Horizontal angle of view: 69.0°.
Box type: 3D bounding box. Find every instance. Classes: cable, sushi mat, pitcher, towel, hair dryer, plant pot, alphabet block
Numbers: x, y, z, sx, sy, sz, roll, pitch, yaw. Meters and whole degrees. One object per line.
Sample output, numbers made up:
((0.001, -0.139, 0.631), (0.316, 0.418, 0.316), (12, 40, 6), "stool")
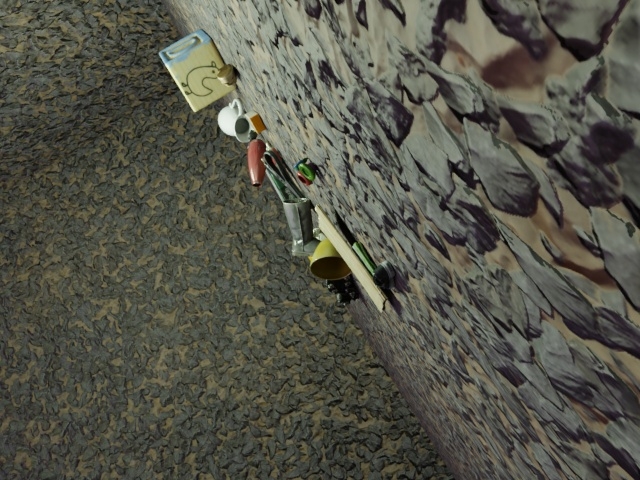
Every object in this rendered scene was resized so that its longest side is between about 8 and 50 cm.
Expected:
((-0.116, -0.237, 1.688), (0.287, 0.072, 0.139), (45, 162, 8), "cable")
((0.078, 0.048, 1.237), (0.317, 0.019, 0.151), (55, 173, 21), "sushi mat")
((-0.362, -0.527, 1.982), (0.207, 0.125, 0.178), (40, 140, 51), "pitcher")
((0.117, 0.059, 1.190), (0.113, 0.023, 0.152), (56, 173, 7), "towel")
((-0.249, -0.300, 1.863), (0.294, 0.079, 0.224), (-101, 10, -59), "hair dryer")
((0.034, 0.049, 1.457), (0.134, 0.134, 0.095), (64, -159, -51), "plant pot")
((-0.454, -0.631, 1.723), (0.193, 0.192, 0.197), (56, 176, 49), "alphabet block")

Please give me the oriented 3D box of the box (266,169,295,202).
((-0.180, -0.257, 2.065), (0.322, 0.058, 0.232), (61, 175, -34), "box")

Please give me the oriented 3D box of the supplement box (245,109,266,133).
((-0.228, -0.418, 1.636), (0.062, 0.036, 0.098), (61, 175, -29), "supplement box")

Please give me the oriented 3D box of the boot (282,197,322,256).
((-0.035, -0.047, 1.661), (0.076, 0.189, 0.209), (-59, -32, -72), "boot")

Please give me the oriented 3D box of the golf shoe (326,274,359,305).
((0.069, 0.156, 1.845), (0.273, 0.105, 0.120), (65, 179, -53), "golf shoe")

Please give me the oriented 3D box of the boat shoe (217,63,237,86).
((-0.299, -0.534, 1.521), (0.059, 0.062, 0.170), (58, -174, -30), "boat shoe")

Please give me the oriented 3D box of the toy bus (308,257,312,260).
((0.027, 0.130, 2.088), (0.191, 0.104, 0.202), (59, 176, -16), "toy bus")

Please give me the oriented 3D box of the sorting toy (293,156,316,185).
((-0.030, -0.174, 1.142), (0.061, 0.042, 0.102), (43, 164, -2), "sorting toy")

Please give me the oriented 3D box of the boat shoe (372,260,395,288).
((0.132, 0.079, 1.000), (0.049, 0.040, 0.142), (57, 175, 20), "boat shoe")

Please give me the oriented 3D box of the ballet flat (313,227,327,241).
((0.000, 0.000, 1.805), (0.221, 0.076, 0.079), (45, 149, 51), "ballet flat")
